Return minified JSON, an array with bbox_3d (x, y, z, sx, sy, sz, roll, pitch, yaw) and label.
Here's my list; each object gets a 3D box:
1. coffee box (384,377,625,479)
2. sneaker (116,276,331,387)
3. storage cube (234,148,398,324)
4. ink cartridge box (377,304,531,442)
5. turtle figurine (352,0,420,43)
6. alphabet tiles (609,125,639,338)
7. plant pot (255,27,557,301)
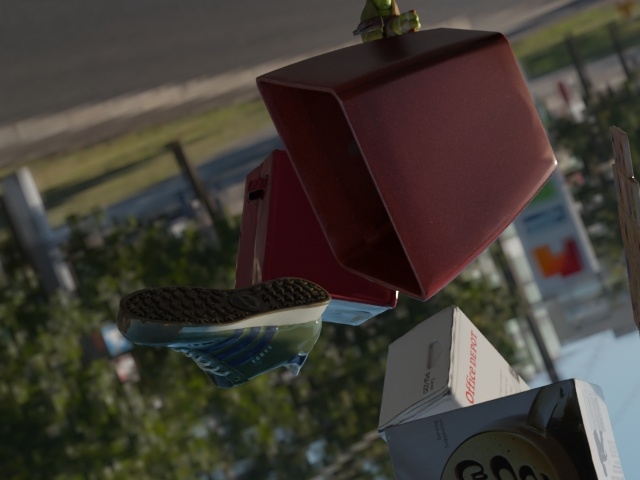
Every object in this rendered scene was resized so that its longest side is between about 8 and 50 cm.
[{"bbox_3d":[0.177,0.279,1.427,0.168,0.297,0.119,-16,167,18],"label":"coffee box"},{"bbox_3d":[-0.080,0.084,1.408,0.192,0.086,0.064,-5,-149,-36],"label":"sneaker"},{"bbox_3d":[0.000,0.000,2.367,0.215,0.193,0.184,9,167,-14],"label":"storage cube"},{"bbox_3d":[0.159,0.194,1.711,0.092,0.218,0.158,-32,-158,22],"label":"ink cartridge box"},{"bbox_3d":[0.084,-0.296,2.348,0.087,0.217,0.269,-11,176,-1],"label":"turtle figurine"},{"bbox_3d":[0.415,0.022,2.298,0.011,0.342,0.285,-9,-173,5],"label":"alphabet tiles"},{"bbox_3d":[0.117,-0.117,2.058,0.236,0.267,0.267,-29,-162,-15],"label":"plant pot"}]
